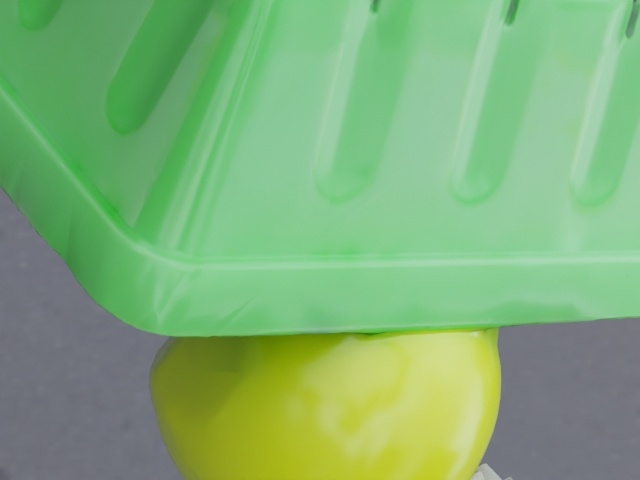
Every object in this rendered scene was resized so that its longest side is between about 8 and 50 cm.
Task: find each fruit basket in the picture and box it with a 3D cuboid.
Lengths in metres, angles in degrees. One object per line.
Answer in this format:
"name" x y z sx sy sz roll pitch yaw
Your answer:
"fruit basket" 0.000 0.000 1.001 0.392 0.283 0.392 -21 134 -23

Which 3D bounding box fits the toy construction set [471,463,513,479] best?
"toy construction set" 0.036 0.276 1.114 0.327 0.215 0.151 -36 117 -12
